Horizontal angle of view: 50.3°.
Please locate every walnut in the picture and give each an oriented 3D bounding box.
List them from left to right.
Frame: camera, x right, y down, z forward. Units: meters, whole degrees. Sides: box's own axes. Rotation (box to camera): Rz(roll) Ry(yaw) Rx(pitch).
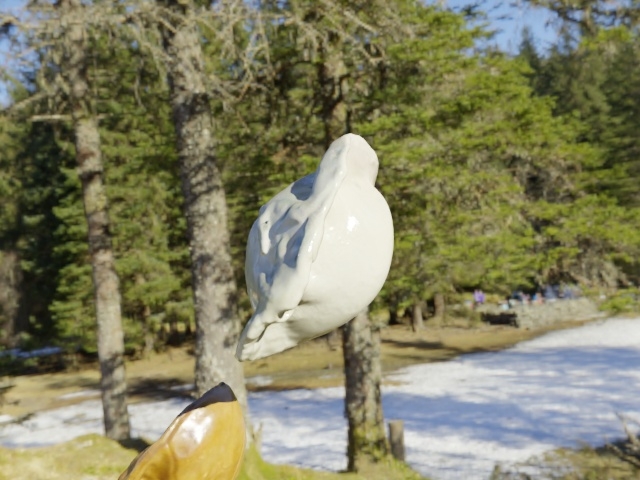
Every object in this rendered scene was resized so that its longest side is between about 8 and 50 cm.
[{"bbox_3d":[-0.139,0.244,0.681,0.211,0.087,0.167,-47,-10,4],"label":"walnut"}]

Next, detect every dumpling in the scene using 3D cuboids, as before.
[{"bbox_3d":[0.000,0.000,0.571,0.124,0.229,0.151,24,-38,10],"label":"dumpling"}]
